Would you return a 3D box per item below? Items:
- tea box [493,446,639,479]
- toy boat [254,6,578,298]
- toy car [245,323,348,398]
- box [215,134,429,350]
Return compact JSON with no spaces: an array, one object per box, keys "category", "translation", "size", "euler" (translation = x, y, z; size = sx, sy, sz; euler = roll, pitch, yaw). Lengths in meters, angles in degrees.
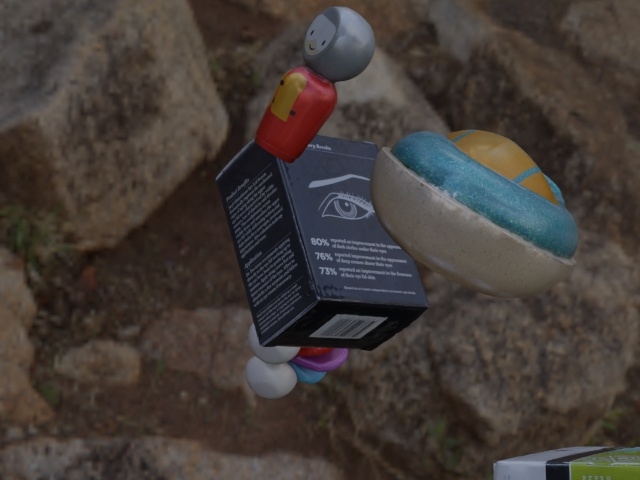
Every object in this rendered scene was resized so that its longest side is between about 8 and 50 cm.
[{"category":"tea box","translation":[0.460,0.414,1.982],"size":[0.324,0.220,0.329],"euler":[-3,-5,29]},{"category":"toy boat","translation":[0.094,-0.074,1.216],"size":[0.318,0.148,0.267],"euler":[34,9,15]},{"category":"toy car","translation":[-0.026,0.136,1.954],"size":[0.136,0.182,0.159],"euler":[13,46,6]},{"category":"box","translation":[0.000,0.000,1.432],"size":[0.153,0.108,0.207],"euler":[7,56,-38]}]
